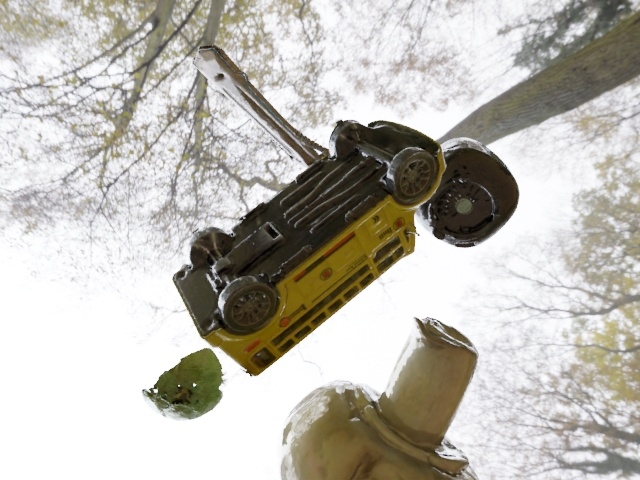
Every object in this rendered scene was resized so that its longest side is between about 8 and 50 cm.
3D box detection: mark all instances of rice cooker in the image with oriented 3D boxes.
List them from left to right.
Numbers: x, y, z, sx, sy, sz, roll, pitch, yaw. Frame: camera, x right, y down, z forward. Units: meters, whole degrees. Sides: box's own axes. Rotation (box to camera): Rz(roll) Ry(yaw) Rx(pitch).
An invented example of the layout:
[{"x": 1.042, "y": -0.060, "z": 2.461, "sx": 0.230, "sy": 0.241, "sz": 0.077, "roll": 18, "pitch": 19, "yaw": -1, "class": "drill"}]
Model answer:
[{"x": 0.351, "y": -0.116, "z": 1.160, "sx": 0.267, "sy": 0.267, "sz": 0.224, "roll": 36, "pitch": -150, "yaw": -9, "class": "rice cooker"}]

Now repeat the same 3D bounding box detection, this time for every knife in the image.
[{"x": -0.090, "y": -0.234, "z": 0.869, "sx": 0.365, "sy": 0.089, "sz": 0.043, "roll": 38, "pitch": -136, "yaw": -45, "class": "knife"}]

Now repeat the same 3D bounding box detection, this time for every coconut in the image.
[{"x": -0.241, "y": 0.273, "z": 0.848, "sx": 0.133, "sy": 0.055, "sz": 0.158, "roll": 39, "pitch": -87, "yaw": -11, "class": "coconut"}]

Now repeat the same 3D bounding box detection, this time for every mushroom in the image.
[{"x": 0.116, "y": 0.278, "z": 0.643, "sx": 0.315, "sy": 0.314, "sz": 0.335, "roll": 25, "pitch": -85, "yaw": -13, "class": "mushroom"}]

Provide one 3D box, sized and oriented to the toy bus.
[{"x": 0.000, "y": 0.000, "z": 0.552, "sx": 0.330, "sy": 0.144, "sz": 0.152, "roll": -38, "pitch": -50, "yaw": -8, "class": "toy bus"}]
